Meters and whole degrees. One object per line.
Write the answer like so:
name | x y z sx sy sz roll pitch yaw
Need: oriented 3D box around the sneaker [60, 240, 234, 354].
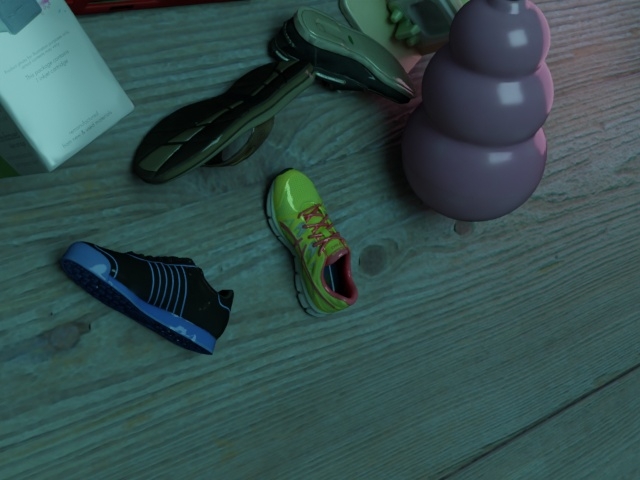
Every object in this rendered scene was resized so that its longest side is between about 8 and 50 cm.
sneaker | -0.200 0.049 1.214 0.232 0.081 0.091 39 64 -36

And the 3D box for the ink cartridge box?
ink cartridge box | -0.361 -0.239 1.022 0.119 0.207 0.354 -41 111 -26

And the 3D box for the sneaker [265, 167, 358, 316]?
sneaker | 0.000 0.000 1.348 0.081 0.094 0.209 -28 103 -32

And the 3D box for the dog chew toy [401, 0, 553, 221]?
dog chew toy | 0.224 -0.187 1.390 0.206 0.206 0.332 -29 143 -33

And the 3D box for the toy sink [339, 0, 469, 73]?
toy sink | 0.166 -0.364 1.462 0.153 0.131 0.234 51 62 -23

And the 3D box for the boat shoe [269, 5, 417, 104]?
boat shoe | 0.037 -0.242 1.405 0.233 0.079 0.084 20 42 -36

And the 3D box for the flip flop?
flip flop | -0.109 -0.141 1.278 0.277 0.112 0.080 -39 131 -33

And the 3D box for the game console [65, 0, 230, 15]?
game console | -0.227 -0.453 1.233 0.386 0.060 0.342 -15 92 -36
